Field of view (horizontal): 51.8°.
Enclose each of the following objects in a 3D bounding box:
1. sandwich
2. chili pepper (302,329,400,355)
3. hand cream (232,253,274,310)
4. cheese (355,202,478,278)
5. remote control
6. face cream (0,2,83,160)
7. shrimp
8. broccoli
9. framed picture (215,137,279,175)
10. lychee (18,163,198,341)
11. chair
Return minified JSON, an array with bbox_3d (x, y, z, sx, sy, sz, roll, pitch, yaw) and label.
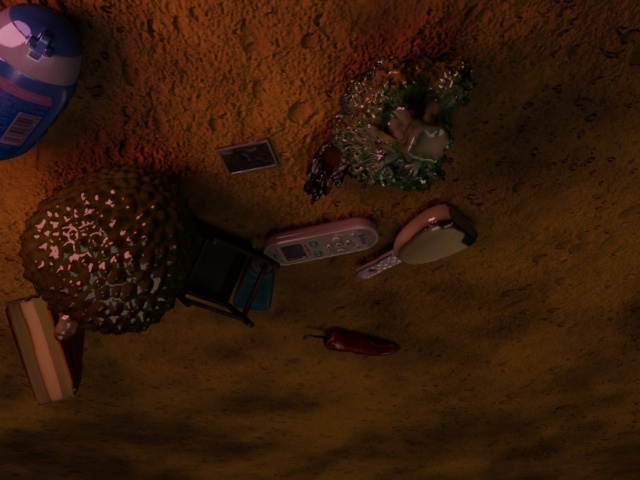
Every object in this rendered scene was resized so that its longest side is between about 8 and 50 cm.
[{"bbox_3d":[-0.590,0.233,1.391,0.117,0.187,0.144,-16,148,16],"label":"sandwich"},{"bbox_3d":[0.083,0.251,1.577,0.268,0.050,0.059,15,124,-24],"label":"chili pepper"},{"bbox_3d":[-0.130,0.092,1.357,0.083,0.048,0.224,5,149,-11],"label":"hand cream"},{"bbox_3d":[0.170,0.018,1.263,0.251,0.054,0.127,-29,137,32],"label":"cheese"},{"bbox_3d":[0.000,0.000,1.235,0.221,0.042,0.078,-11,144,12],"label":"remote control"},{"bbox_3d":[-0.411,-0.212,0.878,0.149,0.083,0.264,26,134,-35],"label":"face cream"},{"bbox_3d":[0.092,-0.151,1.020,0.178,0.075,0.289,19,124,-25],"label":"shrimp"},{"bbox_3d":[0.123,-0.145,0.858,0.194,0.194,0.219,32,104,-38],"label":"broccoli"},{"bbox_3d":[-0.118,-0.135,1.070,0.089,0.006,0.066,-10,144,9],"label":"framed picture"},{"bbox_3d":[-0.338,0.021,1.054,0.320,0.270,0.270,-24,141,5],"label":"lychee"},{"bbox_3d":[-0.206,0.050,1.218,0.155,0.141,0.260,24,180,-32],"label":"chair"}]
